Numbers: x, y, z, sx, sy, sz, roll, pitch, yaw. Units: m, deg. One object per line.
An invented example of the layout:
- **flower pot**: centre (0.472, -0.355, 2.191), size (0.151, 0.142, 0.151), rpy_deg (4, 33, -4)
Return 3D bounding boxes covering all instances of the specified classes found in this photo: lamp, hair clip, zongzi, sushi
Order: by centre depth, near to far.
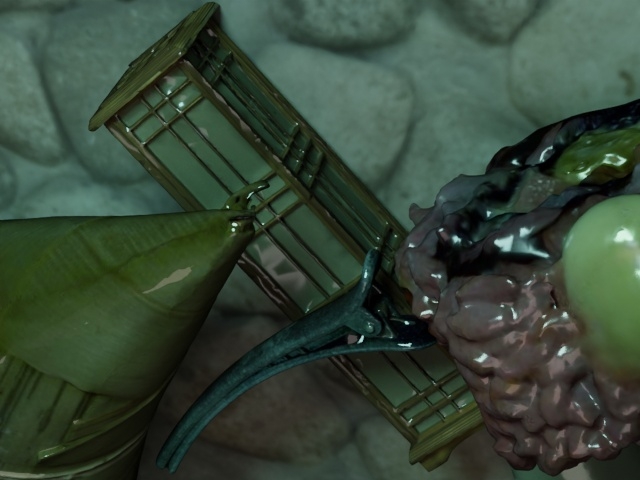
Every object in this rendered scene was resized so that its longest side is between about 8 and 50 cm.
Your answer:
- **sushi**: centre (0.188, 0.007, 0.934), size (0.270, 0.236, 0.171), rpy_deg (-26, 99, 17)
- **hair clip**: centre (-0.031, 0.084, 1.037), size (0.229, 0.039, 0.070), rpy_deg (-32, 107, 30)
- **zongzi**: centre (-0.286, 0.013, 1.041), size (0.447, 0.181, 0.418), rpy_deg (28, 134, -4)
- **lamp**: centre (0.000, 0.000, 1.051), size (0.090, 0.089, 0.325), rpy_deg (-35, 106, 25)

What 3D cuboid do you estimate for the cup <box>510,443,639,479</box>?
- **cup**: centre (0.180, 0.159, 1.087), size (0.120, 0.120, 0.141), rpy_deg (-18, 104, 20)
